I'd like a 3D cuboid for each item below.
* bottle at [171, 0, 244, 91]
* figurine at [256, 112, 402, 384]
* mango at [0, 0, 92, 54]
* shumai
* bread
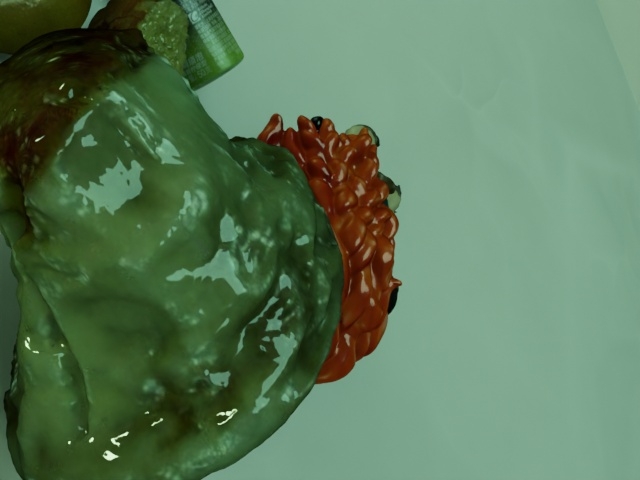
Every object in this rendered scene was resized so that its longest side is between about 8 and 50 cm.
[{"bbox_3d":[-0.210,-0.333,1.307,0.330,0.093,0.093,59,35,-17],"label":"bottle"},{"bbox_3d":[0.002,0.004,1.361,0.412,0.241,0.306,-18,113,-74],"label":"figurine"},{"bbox_3d":[-0.322,-0.247,1.107,0.227,0.099,0.136,-20,98,-48],"label":"mango"},{"bbox_3d":[-0.177,-0.006,0.943,0.397,0.324,0.323,-81,149,-46],"label":"shumai"},{"bbox_3d":[-0.207,-0.189,1.216,0.086,0.125,0.156,32,51,-55],"label":"bread"}]
